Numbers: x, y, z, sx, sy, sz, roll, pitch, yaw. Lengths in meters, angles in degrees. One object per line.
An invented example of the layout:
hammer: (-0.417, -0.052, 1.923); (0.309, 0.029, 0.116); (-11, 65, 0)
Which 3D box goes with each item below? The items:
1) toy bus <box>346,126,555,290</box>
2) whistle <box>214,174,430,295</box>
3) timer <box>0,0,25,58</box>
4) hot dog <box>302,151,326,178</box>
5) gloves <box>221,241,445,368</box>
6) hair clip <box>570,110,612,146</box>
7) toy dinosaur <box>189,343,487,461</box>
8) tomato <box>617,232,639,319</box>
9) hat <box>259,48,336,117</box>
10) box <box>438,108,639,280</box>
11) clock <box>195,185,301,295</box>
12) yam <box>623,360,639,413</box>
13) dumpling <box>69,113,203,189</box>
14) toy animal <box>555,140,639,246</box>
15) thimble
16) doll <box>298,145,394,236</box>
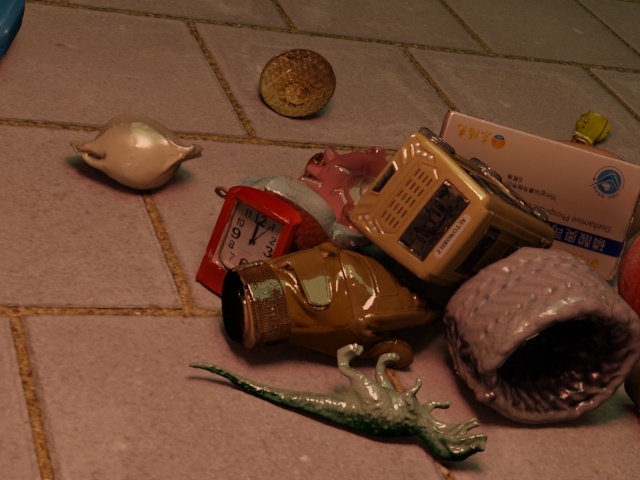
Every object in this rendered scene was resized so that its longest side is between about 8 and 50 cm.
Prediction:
toy bus: (0.203, -0.021, 1.787); (0.202, 0.177, 0.365); (43, 12, 26)
whistle: (-0.001, 0.001, 1.817); (0.346, 0.142, 0.133); (28, 39, -6)
timer: (-0.693, -0.395, 2.105); (0.340, 0.115, 0.309); (13, 30, -8)
hot dog: (0.001, -0.113, 2.084); (0.062, 0.038, 0.144); (22, 31, 6)
gloves: (0.031, 0.085, 1.674); (0.331, 0.141, 0.154); (0, 33, -27)
hair clip: (0.561, -0.225, 2.553); (0.072, 0.046, 0.173); (27, 33, 9)
toy dinosaur: (0.035, 0.178, 1.583); (0.383, 0.076, 0.129); (15, 54, 8)
tomato: (0.606, 0.064, 1.928); (0.270, 0.227, 0.270); (14, 28, -8)
hat: (-0.041, -0.283, 2.326); (0.146, 0.067, 0.146); (-1, 69, 3)
box: (0.349, -0.076, 2.048); (0.344, 0.200, 0.065); (16, 6, -3)
clock: (-0.096, 0.010, 1.722); (0.113, 0.155, 0.061); (30, 23, 19)
yam: (0.504, 0.269, 1.673); (0.093, 0.093, 0.259); (7, 32, -18)
dumpling: (-0.285, -0.139, 1.926); (0.181, 0.111, 0.155); (29, 0, 5)
toy animal: (0.462, -0.093, 2.175); (0.250, 0.154, 0.166); (29, -10, 20)
thimble: (0.299, 0.129, 1.681); (0.246, 0.217, 0.157); (-14, 35, -14)
doll: (0.066, -0.068, 1.985); (0.211, 0.093, 0.262); (22, 44, 8)
